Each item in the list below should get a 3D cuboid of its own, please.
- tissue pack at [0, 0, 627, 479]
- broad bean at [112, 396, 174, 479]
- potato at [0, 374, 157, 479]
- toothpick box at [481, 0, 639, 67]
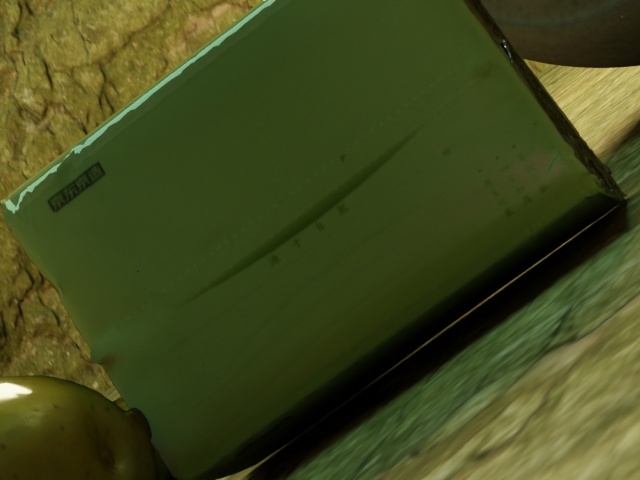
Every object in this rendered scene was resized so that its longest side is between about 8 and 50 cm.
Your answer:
[{"bbox_3d":[-0.003,-0.017,0.830,0.234,0.159,0.125,-36,-11,11],"label":"tissue pack"},{"bbox_3d":[-0.113,0.127,1.036,0.077,0.061,0.339,-44,1,2],"label":"broad bean"},{"bbox_3d":[-0.204,0.159,0.784,0.300,0.140,0.173,-30,-4,24],"label":"potato"},{"bbox_3d":[0.216,-0.329,1.116,0.425,0.409,0.409,-41,4,-42],"label":"toothpick box"}]
